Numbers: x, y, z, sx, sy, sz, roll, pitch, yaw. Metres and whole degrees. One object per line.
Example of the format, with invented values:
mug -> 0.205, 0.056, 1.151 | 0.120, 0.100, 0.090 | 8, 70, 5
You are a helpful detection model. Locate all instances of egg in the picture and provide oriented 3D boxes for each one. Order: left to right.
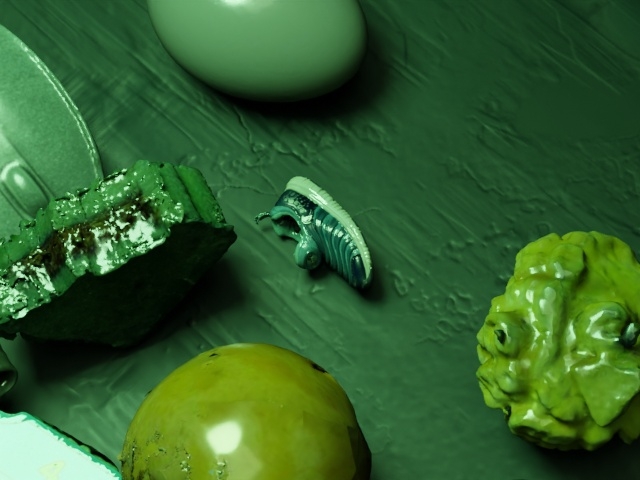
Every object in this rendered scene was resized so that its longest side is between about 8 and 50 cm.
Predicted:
egg -> -0.061, -0.232, 1.910 | 0.232, 0.176, 0.176 | 18, 68, 7

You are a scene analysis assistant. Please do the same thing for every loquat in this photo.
loquat -> -0.069, 0.212, 1.689 | 0.235, 0.235, 0.235 | -1, 66, 2

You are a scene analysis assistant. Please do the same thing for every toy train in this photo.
toy train -> -0.271, 0.259, 1.747 | 0.198, 0.107, 0.154 | 30, 64, 15

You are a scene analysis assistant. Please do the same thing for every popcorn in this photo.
popcorn -> 0.252, 0.097, 1.755 | 0.189, 0.169, 0.218 | 23, 76, 13

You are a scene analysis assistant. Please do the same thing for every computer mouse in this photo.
computer mouse -> -0.376, -0.124, 1.912 | 0.203, 0.114, 0.374 | -42, 71, -14

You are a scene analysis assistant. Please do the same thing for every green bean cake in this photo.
green bean cake -> -0.210, 0.006, 1.774 | 0.208, 0.193, 0.107 | -43, 55, 30

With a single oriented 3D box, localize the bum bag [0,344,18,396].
bum bag -> -0.441, 0.153, 1.796 | 0.326, 0.080, 0.142 | -9, 57, 19

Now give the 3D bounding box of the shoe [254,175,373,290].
shoe -> 0.000, 0.000, 1.868 | 0.071, 0.064, 0.143 | -39, 68, -14
